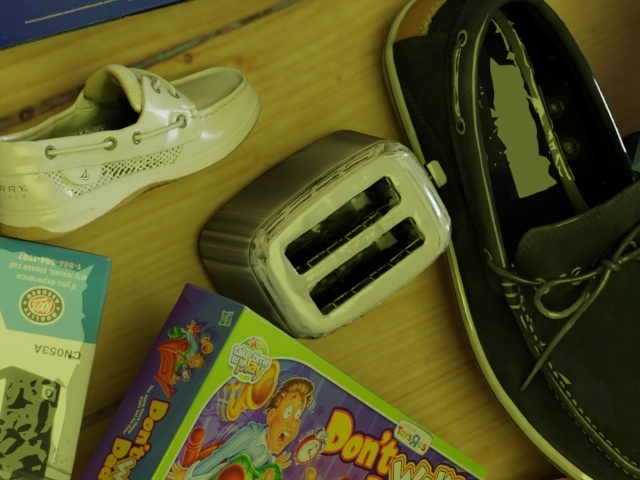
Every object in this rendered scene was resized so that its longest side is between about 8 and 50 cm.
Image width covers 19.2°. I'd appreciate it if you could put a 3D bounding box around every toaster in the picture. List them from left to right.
[{"bbox_3d":[0.000,0.000,1.586,0.227,0.146,0.129,-34,104,-17],"label":"toaster"}]

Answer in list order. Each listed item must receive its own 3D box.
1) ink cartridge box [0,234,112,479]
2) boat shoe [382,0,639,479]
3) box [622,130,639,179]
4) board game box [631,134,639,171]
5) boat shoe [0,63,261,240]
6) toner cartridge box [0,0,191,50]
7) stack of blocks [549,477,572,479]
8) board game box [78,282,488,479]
[{"bbox_3d":[-0.309,0.141,1.478,0.223,0.129,0.307,11,88,-23],"label":"ink cartridge box"},{"bbox_3d":[0.210,0.006,1.638,0.186,0.156,0.500,-25,95,-27],"label":"boat shoe"},{"bbox_3d":[0.427,0.036,1.693,0.073,0.295,0.293,-17,102,-56],"label":"box"},{"bbox_3d":[0.363,-0.139,1.603,0.160,0.039,0.211,16,77,-7],"label":"board game box"},{"bbox_3d":[-0.149,-0.094,1.500,0.277,0.098,0.096,-35,125,-44],"label":"boat shoe"},{"bbox_3d":[-0.111,-0.272,1.496,0.347,0.075,0.165,-14,100,3],"label":"toner cartridge box"},{"bbox_3d":[0.295,0.355,1.691,0.171,0.087,0.297,-6,69,-22],"label":"stack of blocks"},{"bbox_3d":[-0.034,0.216,1.554,0.347,0.078,0.233,36,79,-43],"label":"board game box"}]
